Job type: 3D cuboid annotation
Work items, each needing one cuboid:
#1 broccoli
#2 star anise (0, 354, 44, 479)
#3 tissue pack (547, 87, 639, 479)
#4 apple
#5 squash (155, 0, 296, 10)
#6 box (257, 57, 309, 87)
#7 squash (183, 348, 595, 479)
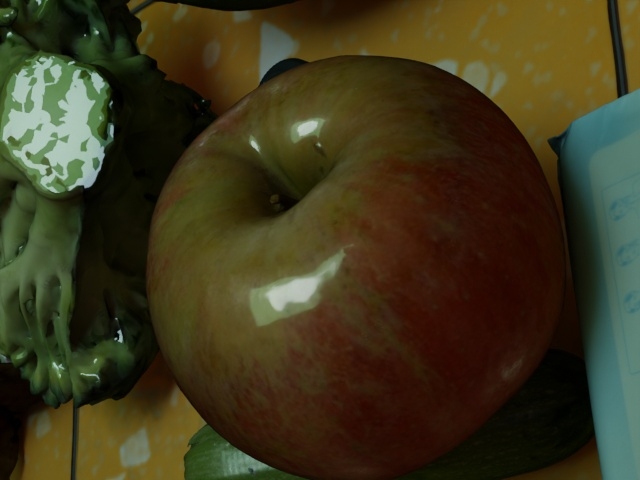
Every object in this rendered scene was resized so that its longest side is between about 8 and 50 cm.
[{"bbox_3d":[-0.180,-0.048,0.914,0.248,0.245,0.288,-40,84,-6],"label":"broccoli"},{"bbox_3d":[-0.294,0.129,1.066,0.237,0.148,0.346,12,73,52],"label":"star anise"},{"bbox_3d":[0.203,0.047,0.606,0.177,0.089,0.263,-27,60,43],"label":"tissue pack"},{"bbox_3d":[0.017,0.012,0.665,0.209,0.164,0.209,-19,43,18],"label":"apple"},{"bbox_3d":[-0.010,-0.273,0.847,0.309,0.310,0.310,-64,37,43],"label":"squash"},{"bbox_3d":[0.000,0.000,0.837,0.144,0.090,0.201,32,101,48],"label":"box"},{"bbox_3d":[0.033,0.105,0.739,0.238,0.069,0.069,-15,64,19],"label":"squash"}]
